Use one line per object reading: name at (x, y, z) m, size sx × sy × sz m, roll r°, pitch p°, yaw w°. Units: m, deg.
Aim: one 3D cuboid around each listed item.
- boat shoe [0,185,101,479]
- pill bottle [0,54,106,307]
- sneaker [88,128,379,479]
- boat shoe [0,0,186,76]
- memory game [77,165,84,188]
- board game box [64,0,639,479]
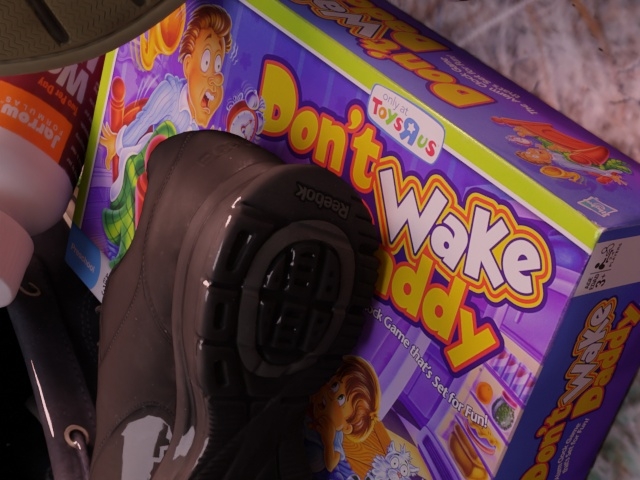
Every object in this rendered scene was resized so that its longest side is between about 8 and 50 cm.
boat shoe at (-0.221, 0.072, 0.832) m, size 0.500 × 0.156 × 0.187 m, roll 49°, pitch 132°, yaw 31°
pill bottle at (-0.198, -0.078, 0.747) m, size 0.121 × 0.121 × 0.221 m, roll -19°, pitch 49°, yaw 50°
sneaker at (-0.062, 0.081, 0.590) m, size 0.130 × 0.109 × 0.286 m, roll 38°, pitch 115°, yaw 48°
boat shoe at (-0.092, -0.176, 0.589) m, size 0.103 × 0.302 × 0.113 m, roll -116°, pitch 3°, yaw -50°
memory game at (-0.199, -0.051, 0.908) m, size 0.186 × 0.012 × 0.186 m, roll 12°, pitch 106°, yaw 48°
board game box at (0.000, 0.000, 0.629) m, size 0.347 × 0.078 × 0.233 m, roll 41°, pitch 125°, yaw 38°
